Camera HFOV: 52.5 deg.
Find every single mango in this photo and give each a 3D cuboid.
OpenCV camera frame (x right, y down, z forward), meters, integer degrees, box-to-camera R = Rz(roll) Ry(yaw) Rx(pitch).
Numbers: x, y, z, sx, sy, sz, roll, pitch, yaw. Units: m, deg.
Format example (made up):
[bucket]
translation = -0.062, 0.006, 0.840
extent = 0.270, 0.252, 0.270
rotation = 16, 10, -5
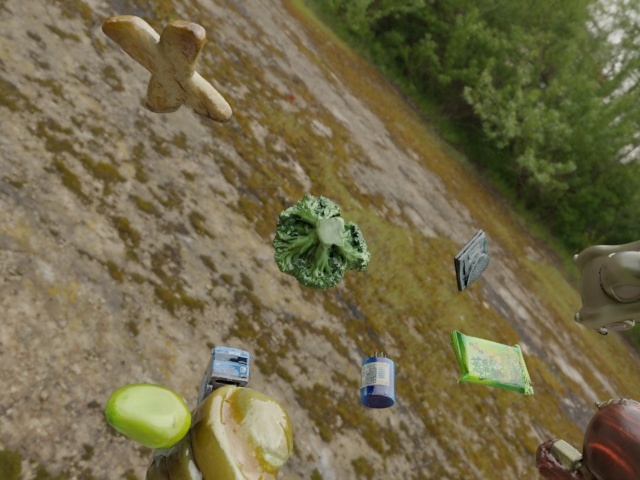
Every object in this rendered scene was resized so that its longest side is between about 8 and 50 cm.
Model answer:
[mango]
translation = -0.324, 0.327, 1.237
extent = 0.163, 0.089, 0.117
rotation = 37, 41, -17

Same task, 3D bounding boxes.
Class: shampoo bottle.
[shampoo bottle]
translation = 0.145, 0.350, 1.647
extent = 0.183, 0.087, 0.050
rotation = -79, 165, -62

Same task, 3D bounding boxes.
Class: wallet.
[wallet]
translation = 0.321, 0.044, 1.364
extent = 0.129, 0.026, 0.088
rotation = -38, 125, -41

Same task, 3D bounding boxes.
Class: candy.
[candy]
translation = 0.320, 0.228, 1.210
extent = 0.178, 0.032, 0.102
rotation = 16, 57, -27

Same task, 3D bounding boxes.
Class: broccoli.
[broccoli]
translation = 0.000, 0.000, 1.767
extent = 0.241, 0.261, 0.269
rotation = 134, -50, -77

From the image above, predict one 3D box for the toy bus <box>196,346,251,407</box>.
[toy bus]
translation = -0.278, 0.403, 1.839
extent = 0.116, 0.234, 0.134
rotation = 14, 45, -13

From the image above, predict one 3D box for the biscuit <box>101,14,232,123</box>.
[biscuit]
translation = -0.235, -0.270, 1.030
extent = 0.208, 0.164, 0.047
rotation = 77, 24, -61

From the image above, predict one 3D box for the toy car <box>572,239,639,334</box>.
[toy car]
translation = 0.854, 0.110, 1.807
extent = 0.226, 0.336, 0.242
rotation = 21, 64, -32

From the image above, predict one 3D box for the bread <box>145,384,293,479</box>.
[bread]
translation = -0.217, 0.454, 1.352
extent = 0.210, 0.341, 0.300
rotation = 30, 39, -31

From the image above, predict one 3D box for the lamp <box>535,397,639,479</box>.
[lamp]
translation = 0.479, 0.341, 1.050
extent = 0.151, 0.223, 0.215
rotation = 61, -9, -21
